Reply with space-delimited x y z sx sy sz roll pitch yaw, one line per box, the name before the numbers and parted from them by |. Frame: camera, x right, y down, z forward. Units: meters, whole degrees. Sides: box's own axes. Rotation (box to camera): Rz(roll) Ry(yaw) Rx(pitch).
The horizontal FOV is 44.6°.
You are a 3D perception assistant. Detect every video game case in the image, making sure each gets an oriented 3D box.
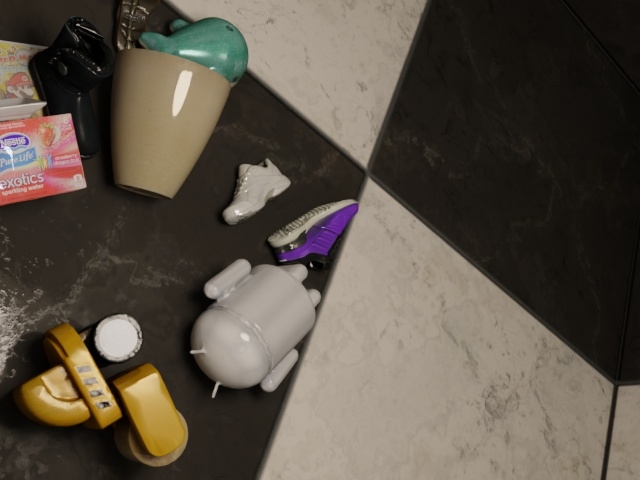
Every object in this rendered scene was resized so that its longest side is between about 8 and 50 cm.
video game case | -0.596 -0.306 1.617 0.227 0.026 0.206 -2 79 -40

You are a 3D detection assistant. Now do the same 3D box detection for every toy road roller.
toy road roller | -0.430 0.310 1.491 0.240 0.202 0.329 -29 93 -29

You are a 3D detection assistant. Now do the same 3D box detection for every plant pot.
plant pot | -0.348 -0.235 1.690 0.256 0.256 0.274 16 84 -37

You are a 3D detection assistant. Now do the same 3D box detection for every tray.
tray | -0.661 -0.233 1.451 0.270 0.145 0.030 -15 110 -33

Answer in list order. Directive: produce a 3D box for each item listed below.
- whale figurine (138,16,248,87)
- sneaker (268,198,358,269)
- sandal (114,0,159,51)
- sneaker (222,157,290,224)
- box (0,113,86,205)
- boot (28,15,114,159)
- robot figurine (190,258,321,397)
whale figurine | -0.282 -0.447 1.810 0.272 0.141 0.216 -6 58 -50
sneaker | -0.001 0.000 2.004 0.293 0.102 0.146 -31 104 -36
sandal | -0.428 -0.523 1.802 0.090 0.060 0.219 13 85 -31
sneaker | -0.177 -0.124 1.898 0.115 0.090 0.232 54 42 -8
box | -0.617 -0.142 1.460 0.300 0.142 0.154 -19 104 -41
boot | -0.479 -0.299 1.561 0.094 0.207 0.246 -27 97 -42
robot figurine | -0.149 0.192 1.750 0.353 0.199 0.300 -42 110 -39
